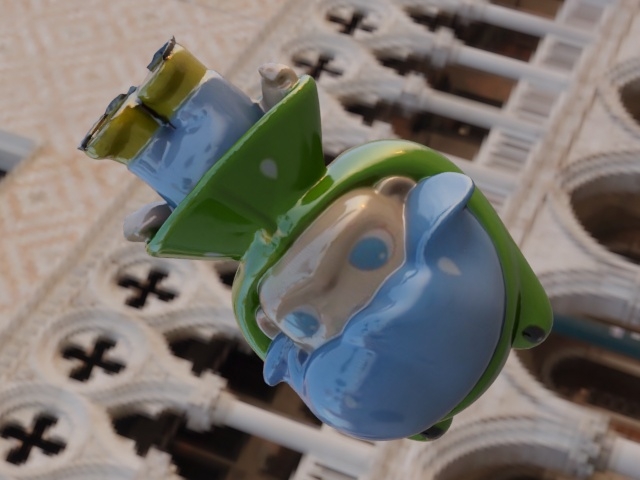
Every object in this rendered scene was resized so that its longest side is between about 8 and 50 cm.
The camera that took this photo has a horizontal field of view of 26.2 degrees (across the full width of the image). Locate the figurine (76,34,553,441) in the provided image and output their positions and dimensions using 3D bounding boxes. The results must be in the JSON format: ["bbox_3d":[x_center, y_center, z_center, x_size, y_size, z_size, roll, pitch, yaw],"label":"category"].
[{"bbox_3d":[0.000,0.000,0.738,0.162,0.263,0.143,-48,13,12],"label":"figurine"}]
